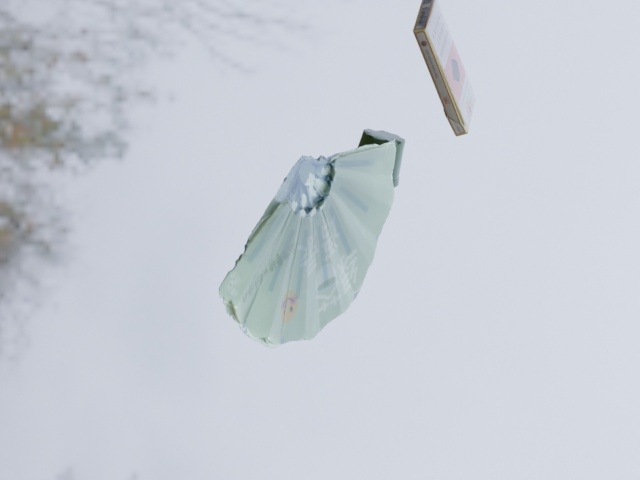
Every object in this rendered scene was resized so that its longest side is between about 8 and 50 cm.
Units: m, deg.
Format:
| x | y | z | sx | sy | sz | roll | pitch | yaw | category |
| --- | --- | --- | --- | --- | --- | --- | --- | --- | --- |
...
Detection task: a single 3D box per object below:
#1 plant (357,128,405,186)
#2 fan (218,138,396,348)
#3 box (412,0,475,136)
| x | y | z | sx | sy | sz | roll | pitch | yaw | category |
| --- | --- | --- | --- | --- | --- | --- | --- | --- | --- |
| 0.046 | -0.049 | 1.708 | 0.051 | 0.051 | 0.102 | -139 | -120 | -64 | plant |
| 0.000 | 0.000 | 1.306 | 0.009 | 0.240 | 0.131 | 8 | -59 | 30 | fan |
| 0.082 | -0.115 | 1.231 | 0.046 | 0.012 | 0.083 | -73 | 146 | -52 | box |
